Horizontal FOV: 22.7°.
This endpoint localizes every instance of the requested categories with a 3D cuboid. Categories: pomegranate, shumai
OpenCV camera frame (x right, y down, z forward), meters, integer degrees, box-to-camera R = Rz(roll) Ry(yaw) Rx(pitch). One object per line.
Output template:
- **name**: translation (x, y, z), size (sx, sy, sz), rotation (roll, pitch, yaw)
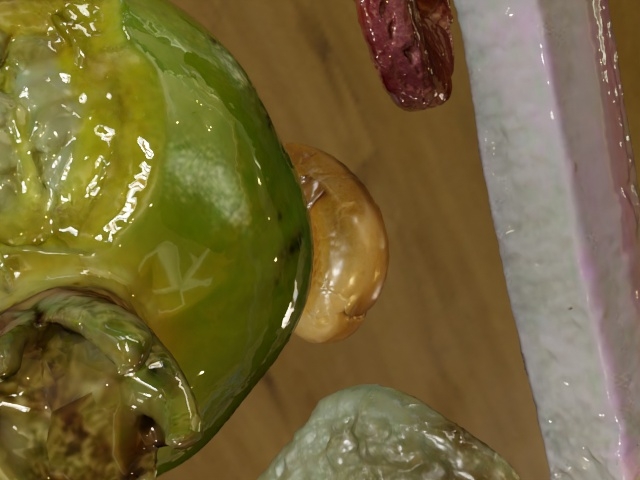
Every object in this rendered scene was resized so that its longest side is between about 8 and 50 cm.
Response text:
- **pomegranate**: translation (-0.106, 0.018, 0.620), size (0.236, 0.302, 0.236), rotation (-9, 120, -16)
- **shumai**: translation (0.114, 0.248, 1.192), size (0.263, 0.309, 0.304), rotation (-2, 93, -43)

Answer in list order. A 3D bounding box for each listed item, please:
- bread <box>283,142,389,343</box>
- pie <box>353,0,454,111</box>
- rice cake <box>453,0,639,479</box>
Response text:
- **bread**: translation (0.000, 0.000, 1.192), size (0.077, 0.189, 0.114), rotation (10, 123, -27)
- **pie**: translation (0.059, -0.182, 1.185), size (0.182, 0.049, 0.182), rotation (-11, 90, -74)
- **rice cake**: translation (0.107, -0.047, 0.717), size (0.072, 0.056, 0.365), rotation (-18, 100, -47)
